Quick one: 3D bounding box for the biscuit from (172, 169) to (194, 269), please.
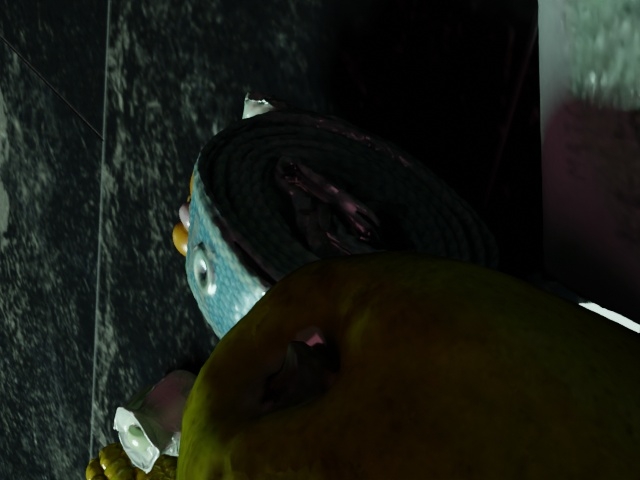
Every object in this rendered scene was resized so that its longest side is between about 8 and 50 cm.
[{"bbox_3d":[-0.040,0.017,0.875,0.170,0.050,0.170,33,135,40],"label":"biscuit"}]

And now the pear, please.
[{"bbox_3d":[0.078,0.147,0.588,0.253,0.253,0.307,2,136,55],"label":"pear"}]

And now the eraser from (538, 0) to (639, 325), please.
[{"bbox_3d":[0.149,-0.074,0.514,0.174,0.081,0.227,26,133,45],"label":"eraser"}]

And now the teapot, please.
[{"bbox_3d":[-0.117,0.130,1.050,0.083,0.064,0.064,20,126,48],"label":"teapot"}]

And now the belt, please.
[{"bbox_3d":[0.007,0.005,0.720,0.163,0.147,0.082,22,131,10],"label":"belt"}]

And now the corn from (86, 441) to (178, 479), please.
[{"bbox_3d":[-0.062,0.249,1.026,0.313,0.102,0.102,35,137,33],"label":"corn"}]
